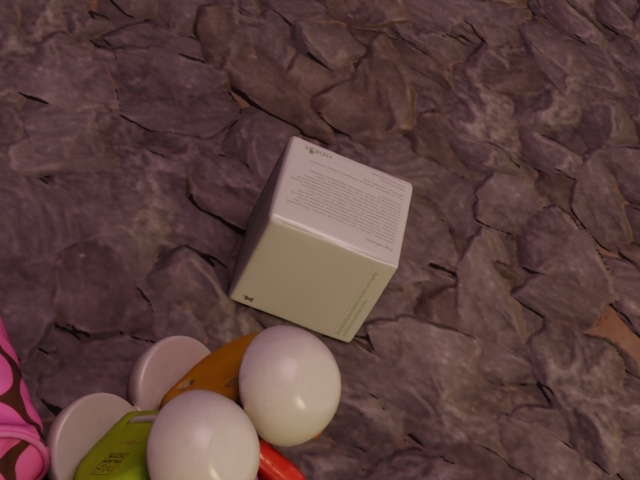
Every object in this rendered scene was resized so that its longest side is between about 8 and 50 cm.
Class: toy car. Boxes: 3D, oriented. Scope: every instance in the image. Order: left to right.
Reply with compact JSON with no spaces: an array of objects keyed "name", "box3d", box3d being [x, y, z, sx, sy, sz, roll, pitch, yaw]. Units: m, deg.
[{"name":"toy car","box3d":[-0.070,0.139,0.998,0.182,0.159,0.136,-36,110,-42]}]

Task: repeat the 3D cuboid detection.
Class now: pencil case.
[{"name":"pencil case","box3d":[-0.245,0.069,0.989,0.209,0.095,0.098,59,13,27]}]

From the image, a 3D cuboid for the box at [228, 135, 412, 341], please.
[{"name":"box","box3d":[0.000,0.000,1.157,0.102,0.101,0.087,22,47,-8]}]
